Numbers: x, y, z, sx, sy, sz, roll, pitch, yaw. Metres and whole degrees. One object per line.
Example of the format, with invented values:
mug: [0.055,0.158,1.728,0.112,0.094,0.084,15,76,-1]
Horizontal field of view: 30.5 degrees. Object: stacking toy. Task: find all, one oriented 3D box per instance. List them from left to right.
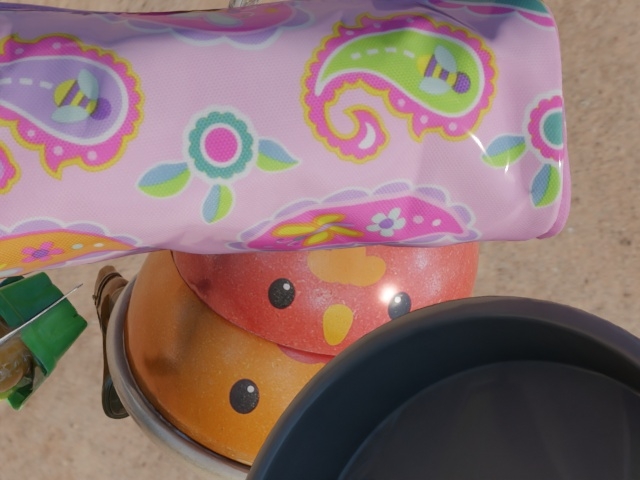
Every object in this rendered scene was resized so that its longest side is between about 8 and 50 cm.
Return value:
stacking toy: [0.008,-0.055,0.951,0.350,0.350,0.480,-8,131,-22]

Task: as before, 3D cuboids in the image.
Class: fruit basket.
fruit basket: [-0.527,0.194,1.709,0.353,0.327,0.165,-32,85,-33]

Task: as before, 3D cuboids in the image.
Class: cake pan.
cake pan: [0.076,0.173,0.541,0.054,0.293,0.293,25,76,-48]

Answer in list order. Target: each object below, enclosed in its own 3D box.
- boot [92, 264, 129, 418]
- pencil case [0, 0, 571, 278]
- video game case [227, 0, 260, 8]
boot: [-0.294,0.144,1.701,0.073,0.152,0.197,3,111,-28]
pencil case: [-0.036,-0.049,0.486,0.284,0.124,0.124,-5,89,-9]
video game case: [-0.047,-0.373,1.493,0.022,0.173,0.190,40,70,1]
